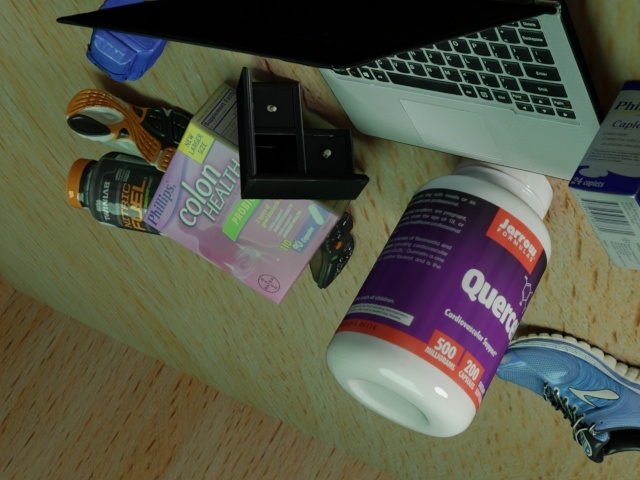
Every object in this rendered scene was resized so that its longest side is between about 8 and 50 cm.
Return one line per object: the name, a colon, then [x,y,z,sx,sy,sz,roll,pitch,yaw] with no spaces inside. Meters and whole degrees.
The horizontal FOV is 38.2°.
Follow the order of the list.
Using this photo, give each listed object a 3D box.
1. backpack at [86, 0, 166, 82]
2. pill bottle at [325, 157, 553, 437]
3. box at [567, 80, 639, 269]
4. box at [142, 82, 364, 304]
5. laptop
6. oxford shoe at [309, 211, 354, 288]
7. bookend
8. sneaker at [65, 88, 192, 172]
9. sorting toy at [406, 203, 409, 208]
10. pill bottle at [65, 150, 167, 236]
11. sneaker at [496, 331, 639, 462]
backpack: [-0.267,-0.269,1.245,0.098,0.101,0.120,42,161,-8]
pill bottle: [0.152,0.052,1.082,0.181,0.323,0.181,26,158,11]
box: [0.315,-0.059,0.877,0.072,0.137,0.126,11,151,47]
box: [-0.099,-0.063,1.335,0.243,0.117,0.213,33,132,-3]
laptop: [0.036,-0.133,0.911,0.382,0.236,0.408,20,157,42]
oxford shoe: [0.000,0.000,1.519,0.096,0.083,0.227,33,152,20]
bookend: [-0.026,-0.136,1.202,0.157,0.156,0.072,1,162,-13]
sneaker: [-0.275,-0.171,1.507,0.262,0.099,0.121,24,179,10]
sorting toy: [0.167,-0.025,1.295,0.102,0.042,0.061,44,142,0]
pill bottle: [-0.302,-0.079,1.565,0.245,0.130,0.130,10,154,11]
sneaker: [0.410,0.248,1.411,0.330,0.147,0.130,19,155,31]
